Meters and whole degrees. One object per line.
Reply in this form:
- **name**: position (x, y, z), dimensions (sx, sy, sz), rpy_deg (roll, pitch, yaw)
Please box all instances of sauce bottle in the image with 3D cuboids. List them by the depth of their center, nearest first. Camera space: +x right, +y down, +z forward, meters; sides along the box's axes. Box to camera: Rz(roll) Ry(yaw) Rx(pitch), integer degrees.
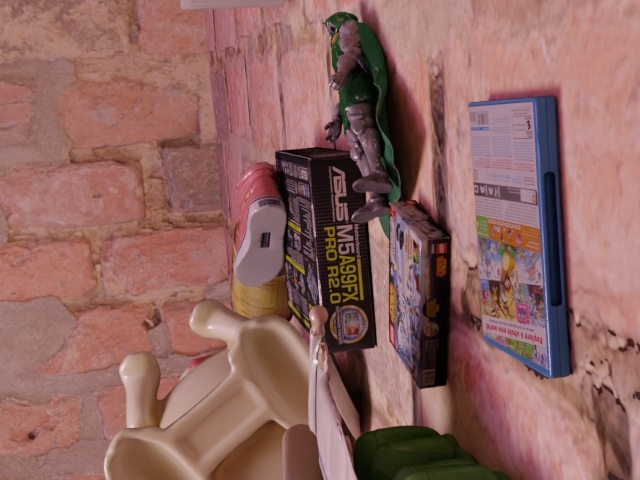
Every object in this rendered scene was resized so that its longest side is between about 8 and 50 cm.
- **sauce bottle**: position (-0.075, 0.014, 1.532), dimensions (0.344, 0.111, 0.111), rpy_deg (102, 160, -56)

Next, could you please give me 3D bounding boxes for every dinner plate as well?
- **dinner plate**: position (0.022, 0.172, 1.242), dimensions (0.141, 0.017, 0.141), rpy_deg (-25, -90, -90)

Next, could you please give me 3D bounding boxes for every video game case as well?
- **video game case**: position (0.125, -0.007, 0.660), dimensions (0.119, 0.015, 0.166), rpy_deg (-152, 57, -77)

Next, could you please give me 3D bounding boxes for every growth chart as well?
- **growth chart**: position (0.019, 0.192, 0.806), dimensions (0.172, 0.021, 0.237), rpy_deg (92, 165, -47)

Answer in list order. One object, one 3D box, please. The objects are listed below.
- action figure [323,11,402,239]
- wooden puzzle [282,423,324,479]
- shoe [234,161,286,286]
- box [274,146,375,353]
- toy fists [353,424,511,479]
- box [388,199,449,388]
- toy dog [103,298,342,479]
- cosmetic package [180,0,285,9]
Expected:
- **action figure**: position (0.035, -0.129, 0.975), dimensions (0.137, 0.063, 0.232), rpy_deg (93, 170, -55)
- **wooden puzzle**: position (0.041, 0.310, 0.934), dimensions (0.239, 0.044, 0.221), rpy_deg (56, -162, -34)
- **shoe**: position (-0.079, -0.019, 1.339), dimensions (0.178, 0.063, 0.081), rpy_deg (105, 159, -51)
- **box**: position (0.000, 0.000, 1.237), dimensions (0.270, 0.060, 0.216), rpy_deg (-149, 53, -78)
- **toy fists**: position (0.089, 0.219, 0.774), dimensions (0.279, 0.096, 0.142), rpy_deg (-166, 64, -80)
- **box**: position (0.083, 0.045, 0.886), dimensions (0.094, 0.027, 0.137), rpy_deg (-121, 27, -64)
- **toy dog**: position (-0.090, 0.260, 1.430), dimensions (0.395, 0.285, 0.408), rpy_deg (41, 175, -10)
- **cosmetic package**: position (-0.096, -0.412, 1.265), dimensions (0.365, 0.155, 0.197), rpy_deg (-179, 85, -81)
